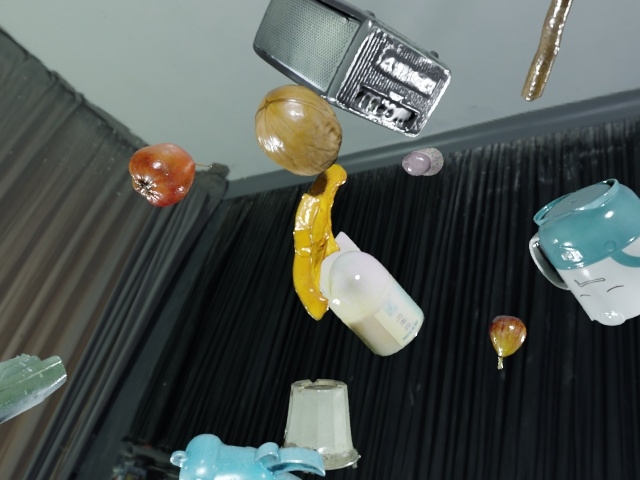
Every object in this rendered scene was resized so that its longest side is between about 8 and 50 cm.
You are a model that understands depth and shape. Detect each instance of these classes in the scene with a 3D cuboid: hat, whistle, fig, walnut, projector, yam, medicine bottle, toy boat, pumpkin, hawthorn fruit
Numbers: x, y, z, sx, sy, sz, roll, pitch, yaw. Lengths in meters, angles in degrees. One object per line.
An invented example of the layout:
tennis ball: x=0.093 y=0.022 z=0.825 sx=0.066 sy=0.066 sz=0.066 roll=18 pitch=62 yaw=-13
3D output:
hat: x=0.208 y=-0.151 z=1.022 sx=0.087 sy=0.042 sz=0.058 roll=5 pitch=117 yaw=-14
whistle: x=-0.099 y=0.374 z=0.778 sx=0.274 sy=0.093 sz=0.186 roll=31 pitch=115 yaw=-17
fig: x=0.445 y=0.246 z=1.244 sx=0.089 sy=0.125 sz=0.089 roll=16 pitch=163 yaw=5
walnut: x=-0.042 y=-0.222 z=1.050 sx=0.167 sy=0.167 sz=0.207 roll=-5 pitch=159 yaw=35
projector: x=0.088 y=-0.492 z=1.393 sx=0.395 sy=0.242 sz=0.405 roll=9 pitch=-152 yaw=-46
yam: x=0.423 y=-0.390 z=0.931 sx=0.045 sy=0.045 sz=0.327 roll=-8 pitch=145 yaw=0
medicine bottle: x=0.146 y=0.184 z=1.796 sx=0.406 sy=0.235 sz=0.236 roll=48 pitch=142 yaw=-17
toy boat: x=-0.511 y=0.242 z=0.754 sx=0.085 sy=0.260 sz=0.078 roll=54 pitch=135 yaw=9
pumpkin: x=-0.005 y=-0.008 z=1.201 sx=0.095 sy=0.290 sz=0.258 roll=5 pitch=122 yaw=10
hawthorn fruit: x=-0.389 y=-0.186 z=1.344 sx=0.163 sy=0.203 sz=0.162 roll=16 pitch=130 yaw=20

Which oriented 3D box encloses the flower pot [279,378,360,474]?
flower pot: x=-0.011 y=0.613 z=1.747 sx=0.290 sy=0.259 sz=0.290 roll=-1 pitch=176 yaw=0

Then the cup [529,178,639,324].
cup: x=0.598 y=0.024 z=1.133 sx=0.257 sy=0.219 sz=0.290 roll=54 pitch=155 yaw=-3
